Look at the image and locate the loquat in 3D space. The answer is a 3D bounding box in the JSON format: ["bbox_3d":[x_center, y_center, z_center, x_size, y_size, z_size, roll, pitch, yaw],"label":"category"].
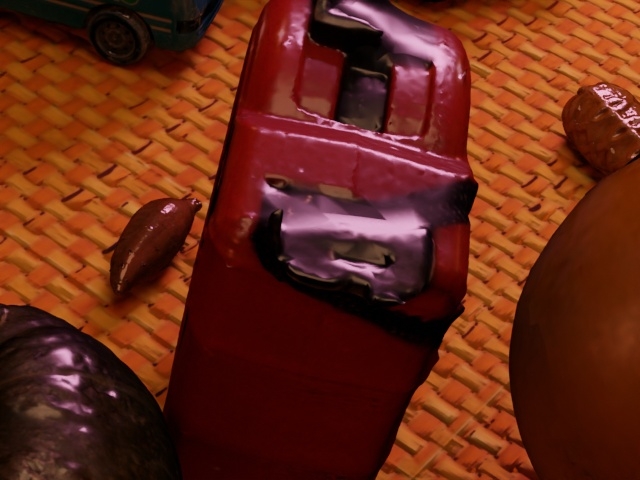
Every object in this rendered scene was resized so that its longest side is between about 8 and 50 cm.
[{"bbox_3d":[0.202,0.057,0.798,0.235,0.235,0.235,6,42,-6],"label":"loquat"}]

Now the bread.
[{"bbox_3d":[0.206,-0.045,1.049,0.052,0.044,0.157,-17,48,-20],"label":"bread"}]

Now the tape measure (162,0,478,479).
[{"bbox_3d":[0.000,0.001,0.796,0.114,0.253,0.260,14,47,-5],"label":"tape measure"}]

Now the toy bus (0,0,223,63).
[{"bbox_3d":[-0.179,-0.215,1.082,0.246,0.134,0.113,16,42,6],"label":"toy bus"}]

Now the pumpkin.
[{"bbox_3d":[-0.162,0.120,0.700,0.224,0.157,0.223,-2,41,2],"label":"pumpkin"}]

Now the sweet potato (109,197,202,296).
[{"bbox_3d":[-0.096,0.000,0.938,0.034,0.034,0.095,22,39,12],"label":"sweet potato"}]
